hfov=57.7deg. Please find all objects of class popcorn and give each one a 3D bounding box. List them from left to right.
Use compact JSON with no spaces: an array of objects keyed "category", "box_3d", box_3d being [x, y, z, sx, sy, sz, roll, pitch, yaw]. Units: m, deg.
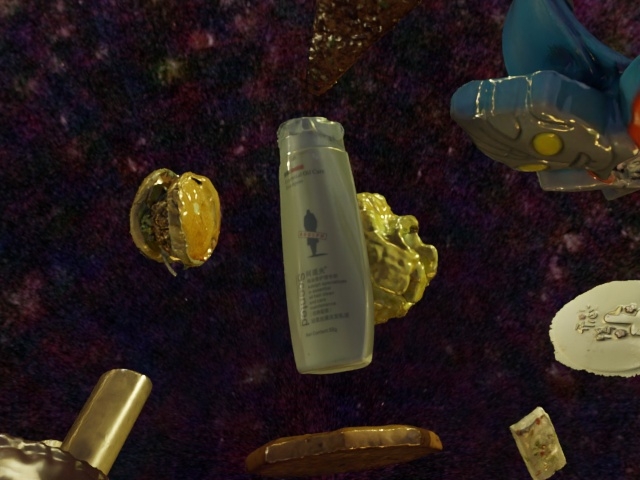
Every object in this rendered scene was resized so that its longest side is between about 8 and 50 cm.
[{"category":"popcorn","box_3d":[0.103,0.035,1.224,0.246,0.282,0.282,-12,65,-33]}]

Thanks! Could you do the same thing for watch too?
[{"category":"watch","box_3d":[0.266,-0.192,0.537,0.304,0.241,0.275,-1,76,1]}]

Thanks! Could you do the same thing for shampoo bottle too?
[{"category":"shampoo bottle","box_3d":[0.000,0.000,0.478,0.072,0.049,0.213,-18,69,23]}]

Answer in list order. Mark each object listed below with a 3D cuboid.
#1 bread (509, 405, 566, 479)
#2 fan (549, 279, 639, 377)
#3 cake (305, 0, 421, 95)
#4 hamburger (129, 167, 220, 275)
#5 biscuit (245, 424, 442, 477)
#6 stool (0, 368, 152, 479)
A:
[{"category":"bread","box_3d":[0.380,0.357,1.008,0.068,0.154,0.028,-33,29,-8]},{"category":"fan","box_3d":[0.598,0.146,0.994,0.414,0.012,0.233,-5,40,44]},{"category":"cake","box_3d":[0.068,-0.273,0.721,0.135,0.246,0.112,28,51,14]},{"category":"hamburger","box_3d":[-0.253,-0.032,1.005,0.113,0.177,0.186,4,81,11]},{"category":"biscuit","box_3d":[0.041,0.385,1.052,0.358,0.359,0.046,-7,61,-2]},{"category":"stool","box_3d":[-0.285,0.202,0.492,0.271,0.272,0.179,-7,39,-2]}]
